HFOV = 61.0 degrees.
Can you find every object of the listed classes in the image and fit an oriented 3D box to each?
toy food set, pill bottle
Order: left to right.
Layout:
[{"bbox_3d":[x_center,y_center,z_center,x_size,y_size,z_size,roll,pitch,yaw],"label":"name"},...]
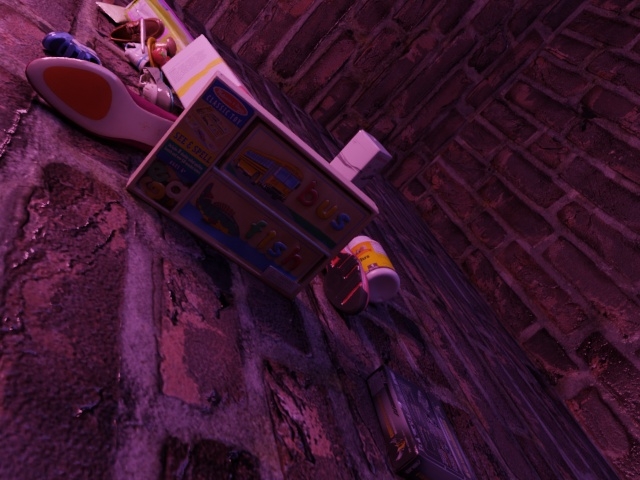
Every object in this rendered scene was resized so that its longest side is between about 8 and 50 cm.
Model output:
[{"bbox_3d":[-0.441,-0.522,1.572,0.218,0.071,0.128,70,11,-62],"label":"toy food set"},{"bbox_3d":[0.144,0.076,1.574,0.117,0.117,0.215,35,18,-29],"label":"pill bottle"}]

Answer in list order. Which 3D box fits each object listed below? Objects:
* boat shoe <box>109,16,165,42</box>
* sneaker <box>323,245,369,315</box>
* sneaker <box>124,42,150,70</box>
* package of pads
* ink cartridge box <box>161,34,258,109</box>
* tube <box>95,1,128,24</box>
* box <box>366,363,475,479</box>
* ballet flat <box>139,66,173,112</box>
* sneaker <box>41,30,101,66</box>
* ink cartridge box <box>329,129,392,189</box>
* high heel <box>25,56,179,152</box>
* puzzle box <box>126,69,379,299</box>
[{"bbox_3d":[-0.536,-0.608,1.587,0.060,0.178,0.064,-47,131,-58],"label":"boat shoe"},{"bbox_3d":[0.076,0.083,1.393,0.136,0.116,0.314,36,18,-33],"label":"sneaker"},{"bbox_3d":[-0.531,-0.559,1.611,0.083,0.071,0.191,32,18,-19],"label":"sneaker"},{"bbox_3d":[-0.499,-0.666,1.811,0.296,0.101,0.229,52,13,-18],"label":"package of pads"},{"bbox_3d":[-0.245,-0.340,1.488,0.385,0.160,0.279,55,5,36],"label":"ink cartridge box"},{"bbox_3d":[-0.652,-0.751,1.828,0.070,0.062,0.240,4,16,11],"label":"tube"},{"bbox_3d":[0.192,0.370,1.054,0.183,0.056,0.231,37,17,-26],"label":"box"},{"bbox_3d":[-0.444,-0.399,1.448,0.068,0.072,0.213,0,38,-28],"label":"ballet flat"},{"bbox_3d":[-0.552,-0.420,1.223,0.059,0.053,0.144,53,19,22],"label":"sneaker"},{"bbox_3d":[0.127,-0.278,2.135,0.117,0.283,0.207,48,16,14],"label":"ink cartridge box"},{"bbox_3d":[-0.417,-0.255,1.122,0.377,0.127,0.181,27,-6,-37],"label":"high heel"},{"bbox_3d":[-0.119,-0.086,1.045,0.409,0.272,0.052,37,17,-24],"label":"puzzle box"}]
